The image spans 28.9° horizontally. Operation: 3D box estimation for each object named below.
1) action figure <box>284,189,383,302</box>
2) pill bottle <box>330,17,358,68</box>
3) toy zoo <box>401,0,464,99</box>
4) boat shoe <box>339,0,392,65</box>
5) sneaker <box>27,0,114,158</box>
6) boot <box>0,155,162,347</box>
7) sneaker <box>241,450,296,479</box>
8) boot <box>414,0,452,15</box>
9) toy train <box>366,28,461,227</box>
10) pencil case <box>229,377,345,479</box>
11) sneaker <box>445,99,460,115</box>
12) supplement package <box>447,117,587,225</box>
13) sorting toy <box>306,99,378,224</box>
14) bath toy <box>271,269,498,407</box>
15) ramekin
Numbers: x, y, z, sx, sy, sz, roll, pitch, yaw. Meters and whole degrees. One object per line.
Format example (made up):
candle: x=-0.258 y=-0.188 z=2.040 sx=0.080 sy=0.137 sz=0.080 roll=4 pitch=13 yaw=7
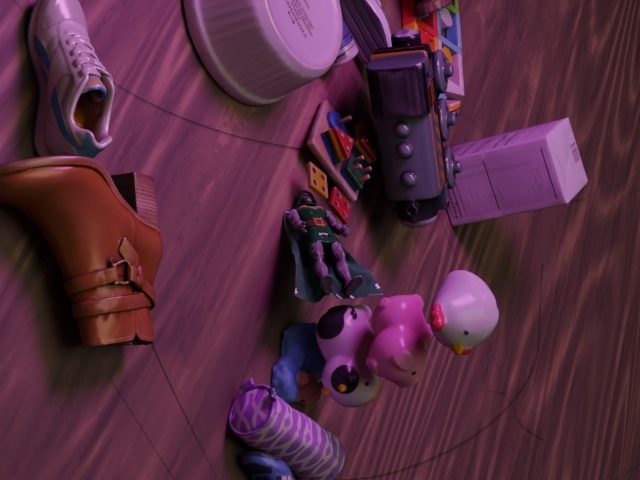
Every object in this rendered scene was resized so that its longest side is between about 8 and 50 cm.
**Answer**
action figure: x=0.000 y=0.000 z=1.887 sx=0.137 sy=0.063 sz=0.232 roll=4 pitch=35 yaw=-22
pill bottle: x=0.010 y=-0.354 z=2.077 sx=0.120 sy=0.067 sz=0.067 roll=62 pitch=36 yaw=-24
toy zoo: x=0.221 y=-0.404 z=2.450 sx=0.192 sy=0.030 sz=0.293 roll=22 pitch=61 yaw=-52
boat shoe: x=0.077 y=-0.415 z=2.184 sx=0.076 sy=0.083 sz=0.226 roll=-45 pitch=117 yaw=-51
sneaker: x=-0.301 y=-0.205 z=1.532 sx=0.087 sy=0.092 sz=0.228 roll=7 pitch=72 yaw=-54
boot: x=-0.293 y=0.019 z=1.481 sx=0.283 sy=0.109 sz=0.220 roll=14 pitch=72 yaw=-62
sneaker: x=-0.066 y=0.351 z=1.745 sx=0.144 sy=0.053 sz=0.059 roll=55 pitch=41 yaw=-30
boot: x=0.238 y=-0.518 z=2.409 sx=0.219 sy=0.082 sz=0.106 roll=-43 pitch=118 yaw=-51
toy train: x=0.155 y=-0.187 z=2.118 sx=0.190 sy=0.142 sz=0.333 roll=-56 pitch=142 yaw=-63
pencil case: x=-0.048 y=0.277 z=1.775 sx=0.206 sy=0.086 sz=0.088 roll=45 pitch=17 yaw=-42
sneaker: x=0.202 y=-0.211 z=2.324 sx=0.215 sy=0.084 sz=0.083 roll=-37 pitch=124 yaw=-51
supplement package: x=0.361 y=-0.130 z=2.376 sx=0.134 sy=0.244 sz=0.139 roll=-37 pitch=112 yaw=-54
sorting toy: x=0.041 y=-0.149 z=2.041 sx=0.132 sy=0.046 sz=0.274 roll=53 pitch=30 yaw=-26
bath toy: x=0.092 y=0.150 z=1.780 sx=0.129 sy=0.348 sz=0.151 roll=-18 pitch=87 yaw=-56
ramekin: x=-0.075 y=-0.348 z=1.891 sx=0.273 sy=0.127 sz=0.272 roll=25 pitch=59 yaw=-52
